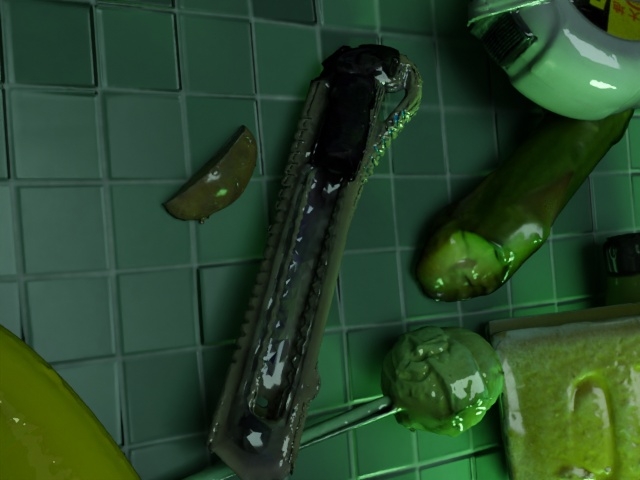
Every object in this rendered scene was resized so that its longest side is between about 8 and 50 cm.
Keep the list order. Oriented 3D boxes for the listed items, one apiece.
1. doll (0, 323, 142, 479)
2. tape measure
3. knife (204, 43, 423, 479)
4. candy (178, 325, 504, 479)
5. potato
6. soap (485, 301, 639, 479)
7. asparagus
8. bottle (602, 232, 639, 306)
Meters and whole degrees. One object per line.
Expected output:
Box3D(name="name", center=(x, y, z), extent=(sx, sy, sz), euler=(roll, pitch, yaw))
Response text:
Box3D(name="doll", center=(-0.167, 0.162, 0.477), extent=(0.199, 0.145, 0.363), euler=(-24, 98, 3))
Box3D(name="tape measure", center=(0.226, -0.203, 0.730), extent=(0.236, 0.120, 0.197), euler=(21, 63, -11))
Box3D(name="knife", center=(0.000, -0.002, 0.623), extent=(0.089, 0.043, 0.365), euler=(17, 70, 0))
Box3D(name="candy", center=(-0.007, 0.146, 0.626), extent=(0.336, 0.092, 0.093), euler=(-18, 54, -24))
Box3D(name="potato", center=(-0.068, -0.046, 0.618), extent=(0.037, 0.036, 0.093), euler=(49, 63, -16))
Box3D(name="soap", center=(0.290, 0.139, 0.713), extent=(0.274, 0.089, 0.173), euler=(-9, 92, 8))
Box3D(name="asparagus", center=(0.211, -0.070, 0.769), extent=(0.082, 0.085, 0.343), euler=(45, 66, 5))
Box3D(name="bottle", center=(0.327, 0.120, 0.806), extent=(0.112, 0.112, 0.260), euler=(-12, 93, -32))
